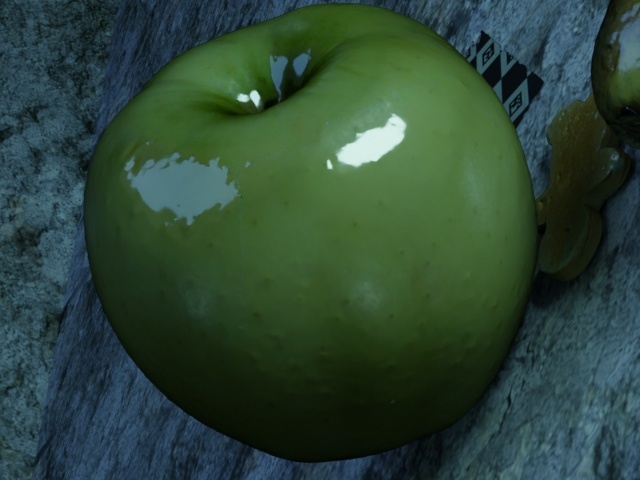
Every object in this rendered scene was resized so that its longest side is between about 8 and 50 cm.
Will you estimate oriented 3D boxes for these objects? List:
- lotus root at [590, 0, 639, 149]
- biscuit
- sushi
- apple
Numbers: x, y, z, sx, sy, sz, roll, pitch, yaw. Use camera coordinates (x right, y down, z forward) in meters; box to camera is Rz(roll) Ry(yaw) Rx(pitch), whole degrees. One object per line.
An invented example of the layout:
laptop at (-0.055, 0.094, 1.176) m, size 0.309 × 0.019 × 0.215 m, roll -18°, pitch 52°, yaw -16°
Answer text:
lotus root at (0.341, -0.208, 1.821) m, size 0.275 × 0.152 × 0.160 m, roll -60°, pitch -18°, yaw -14°
biscuit at (0.264, -0.060, 2.031) m, size 0.153 × 0.030 × 0.234 m, roll -42°, pitch 30°, yaw 49°
sushi at (0.137, -0.113, 2.397) m, size 0.290 × 0.050 × 0.264 m, roll -59°, pitch 20°, yaw 13°
apple at (0.000, 0.000, 2.002) m, size 0.473 × 0.474 × 0.473 m, roll -52°, pitch 23°, yaw 32°
